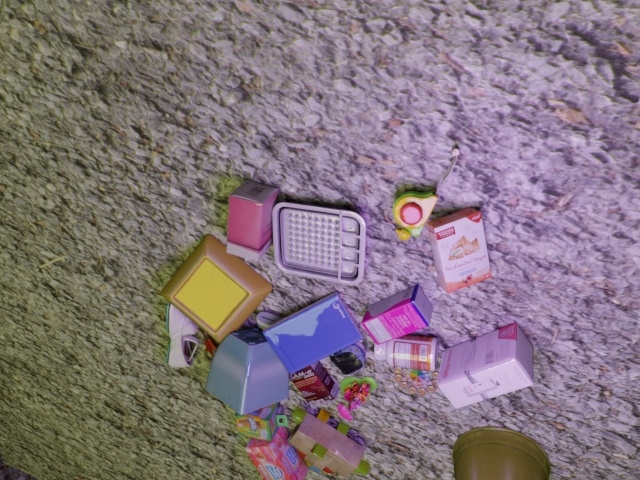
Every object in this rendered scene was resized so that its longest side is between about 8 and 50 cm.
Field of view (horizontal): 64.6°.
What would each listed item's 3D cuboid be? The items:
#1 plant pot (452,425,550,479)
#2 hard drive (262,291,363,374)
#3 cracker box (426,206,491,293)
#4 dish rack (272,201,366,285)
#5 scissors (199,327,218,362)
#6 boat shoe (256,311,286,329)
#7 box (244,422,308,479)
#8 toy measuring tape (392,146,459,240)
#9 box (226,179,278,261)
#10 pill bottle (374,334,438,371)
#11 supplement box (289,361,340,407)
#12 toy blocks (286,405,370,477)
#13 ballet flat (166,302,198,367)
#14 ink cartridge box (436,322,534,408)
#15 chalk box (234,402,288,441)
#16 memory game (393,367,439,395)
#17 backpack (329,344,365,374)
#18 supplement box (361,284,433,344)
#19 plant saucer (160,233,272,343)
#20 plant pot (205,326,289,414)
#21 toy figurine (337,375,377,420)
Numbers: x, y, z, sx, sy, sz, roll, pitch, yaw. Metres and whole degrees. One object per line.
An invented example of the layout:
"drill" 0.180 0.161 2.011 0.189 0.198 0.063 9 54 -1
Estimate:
"plant pot" 0.654 0.948 1.850 0.367 0.353 0.366 9 119 16
"hard drive" -0.028 0.353 1.911 0.319 0.040 0.210 -28 105 10
"cracker box" 0.433 0.031 1.575 0.156 0.067 0.232 -20 111 -7
"dish rack" 0.000 0.000 1.759 0.333 0.072 0.285 9 120 16
"scissors" -0.485 0.419 2.194 0.109 0.021 0.296 4 115 28
"boat shoe" -0.147 0.348 2.006 0.226 0.083 0.075 24 145 11
"box" -0.194 0.997 2.314 0.142 0.154 0.299 -17 108 27
"toy measuring tape" 0.304 -0.149 1.550 0.122 0.121 0.330 26 113 6
"box" -0.237 -0.070 1.764 0.127 0.148 0.232 16 122 11
"pill bottle" 0.310 0.400 1.826 0.216 0.121 0.121 2 117 20
"supplement box" -0.041 0.563 2.072 0.130 0.073 0.239 -27 104 30
"toy blocks" 0.005 0.910 2.199 0.382 0.190 0.260 31 134 4
"ballet flat" -0.581 0.393 2.158 0.139 0.139 0.400 19 125 10
"ink cartridge box" 0.552 0.418 1.693 0.283 0.207 0.117 -31 101 31
"chalk box" -0.250 0.785 2.233 0.213 0.132 0.132 5 119 18
"memory game" 0.368 0.520 1.932 0.186 0.012 0.186 9 119 16
"backpack" 0.115 0.448 1.945 0.114 0.084 0.105 -31 103 36
"supplement box" 0.268 0.262 1.774 0.220 0.111 0.113 -27 105 31
"plant saucer" -0.412 0.203 1.951 0.333 0.081 0.332 40 102 -4
"plant pot" -0.276 0.488 1.998 0.247 0.248 0.252 17 104 41
"toy figurine" 0.134 0.631 1.991 0.173 0.159 0.130 -32 102 30
